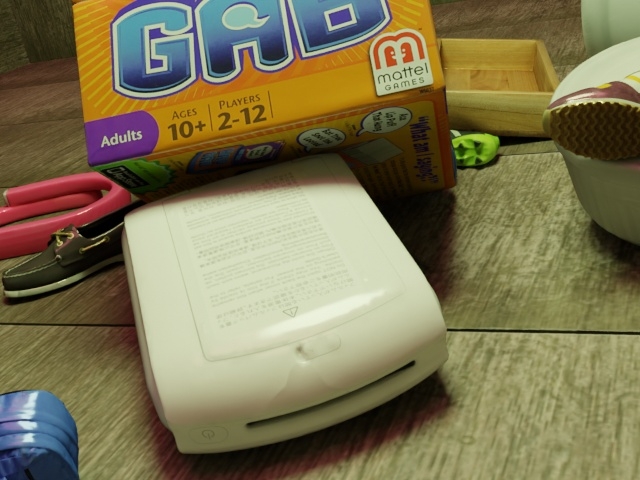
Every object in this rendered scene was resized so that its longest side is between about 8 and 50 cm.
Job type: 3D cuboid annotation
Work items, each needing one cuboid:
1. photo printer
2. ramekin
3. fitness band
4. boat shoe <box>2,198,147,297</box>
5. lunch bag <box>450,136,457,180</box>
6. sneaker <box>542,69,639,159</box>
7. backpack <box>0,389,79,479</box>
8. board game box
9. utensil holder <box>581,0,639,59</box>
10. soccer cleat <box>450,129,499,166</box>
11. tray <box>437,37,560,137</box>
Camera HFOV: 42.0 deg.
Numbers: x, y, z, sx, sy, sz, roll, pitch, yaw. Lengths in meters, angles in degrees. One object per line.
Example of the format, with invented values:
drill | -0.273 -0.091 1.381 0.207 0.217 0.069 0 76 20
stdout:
photo printer | -0.041 0.050 0.758 0.255 0.107 0.308 -18 35 -9
ramekin | 0.383 -0.102 0.865 0.272 0.127 0.273 -13 37 10
fitness band | -0.439 -0.040 1.305 0.290 0.054 0.209 -13 22 2
boat shoe | -0.316 0.007 1.106 0.227 0.069 0.081 -23 25 -26
lunch bag | 0.137 -0.108 1.149 0.098 0.067 0.065 -9 22 9
sneaker | 0.299 -0.128 0.776 0.185 0.070 0.084 -2 42 9
backpack | -0.245 0.176 0.638 0.120 0.098 0.101 -15 51 -7
board game box | -0.050 -0.238 0.989 0.356 0.357 0.356 -11 -13 8
utensil holder | 0.626 -0.367 1.201 0.385 0.328 0.327 12 32 40
soccer cleat | 0.175 -0.138 1.228 0.178 0.060 0.072 8 19 27
tray | 0.285 -0.267 1.413 0.202 0.076 0.411 3 25 9
